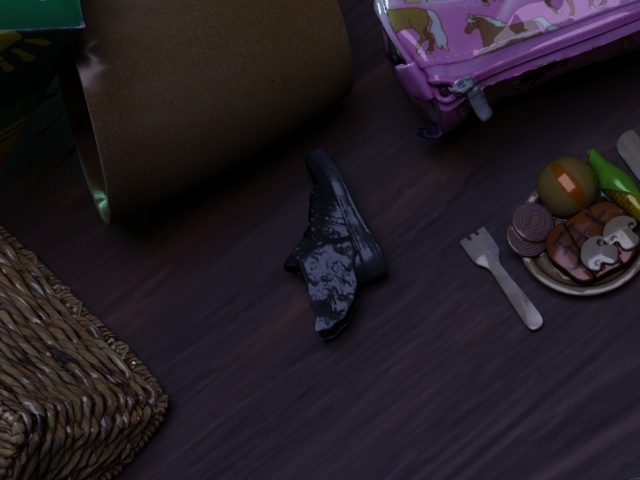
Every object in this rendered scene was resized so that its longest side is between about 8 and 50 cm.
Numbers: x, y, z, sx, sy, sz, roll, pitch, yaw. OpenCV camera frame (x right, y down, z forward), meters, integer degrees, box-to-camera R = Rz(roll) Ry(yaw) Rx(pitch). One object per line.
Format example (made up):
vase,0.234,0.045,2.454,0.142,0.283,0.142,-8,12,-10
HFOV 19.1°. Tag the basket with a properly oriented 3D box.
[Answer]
basket,-0.328,0.145,1.735,0.299,0.223,0.213,41,114,23

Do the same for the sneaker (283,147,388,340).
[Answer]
sneaker,0.000,0.001,1.746,0.089,0.051,0.170,-26,69,-5

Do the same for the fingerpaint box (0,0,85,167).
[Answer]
fingerpaint box,-0.367,-0.309,1.736,0.163,0.371,0.445,-5,72,-25

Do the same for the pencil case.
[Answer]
pencil case,0.245,-0.224,1.730,0.386,0.160,0.167,-21,74,2

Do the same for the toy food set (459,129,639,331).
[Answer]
toy food set,0.234,-0.014,1.710,0.192,0.038,0.132,-34,66,-3

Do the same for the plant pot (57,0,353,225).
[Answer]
plant pot,-0.107,-0.162,1.757,0.254,0.237,0.237,-16,65,-10

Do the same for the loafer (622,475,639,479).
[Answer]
loafer,0.333,0.229,1.564,0.267,0.084,0.096,0,68,12
